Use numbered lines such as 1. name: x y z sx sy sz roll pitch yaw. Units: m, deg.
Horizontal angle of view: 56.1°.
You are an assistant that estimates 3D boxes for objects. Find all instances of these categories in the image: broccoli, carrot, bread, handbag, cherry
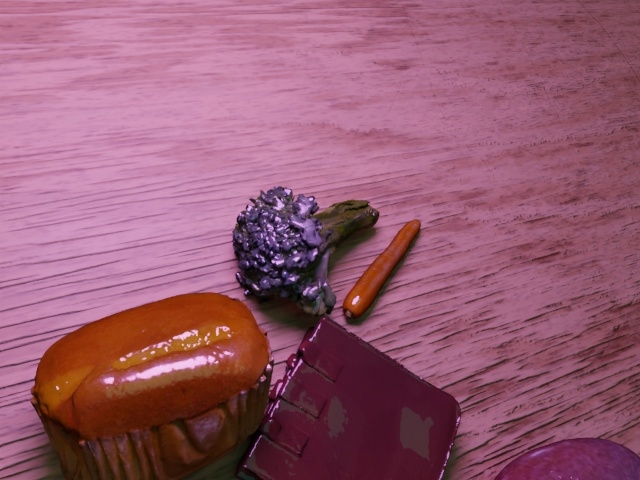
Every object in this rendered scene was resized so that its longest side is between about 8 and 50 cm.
1. broccoli: 0.003 0.017 0.948 0.274 0.177 0.199 -1 61 -36
2. carrot: 0.110 0.042 1.032 0.043 0.043 0.248 40 57 0
3. bread: -0.201 0.177 0.753 0.287 0.156 0.204 -15 43 -20
4. handbag: 0.049 0.282 0.871 0.275 0.084 0.260 31 60 -5
5. cherry: 0.370 0.418 0.857 0.307 0.221 0.261 4 56 -5
